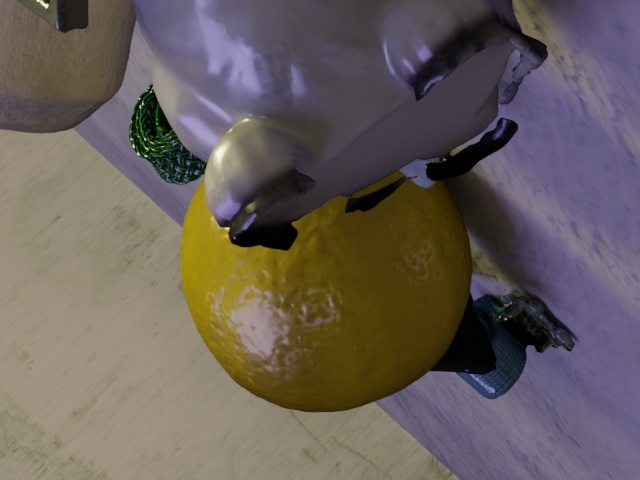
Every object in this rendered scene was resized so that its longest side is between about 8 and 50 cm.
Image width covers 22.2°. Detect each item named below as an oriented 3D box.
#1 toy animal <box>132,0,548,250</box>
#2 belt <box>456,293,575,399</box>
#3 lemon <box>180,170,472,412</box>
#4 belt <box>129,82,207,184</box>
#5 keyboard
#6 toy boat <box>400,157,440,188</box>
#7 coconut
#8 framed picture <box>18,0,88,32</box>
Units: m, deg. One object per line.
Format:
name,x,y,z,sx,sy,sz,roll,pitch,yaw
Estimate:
toy animal,-0.046,-0.183,0.835,0.357,0.194,0.258,56,-175,11
belt,0.166,0.084,1.507,0.065,0.100,0.179,45,-173,-10
lemon,0.000,0.000,1.311,0.240,0.240,0.219,36,149,49
belt,-0.143,-0.125,1.788,0.079,0.121,0.151,44,-174,-36
keyboard,0.090,0.062,1.465,0.106,0.016,0.262,3,-162,-4
toy boat,-0.018,-0.153,1.060,0.290,0.100,0.199,42,172,25
coconut,-0.287,-0.242,1.530,0.237,0.266,0.237,11,-160,-4
framed picture,-0.172,-0.286,0.774,0.240,0.020,0.324,35,131,48
